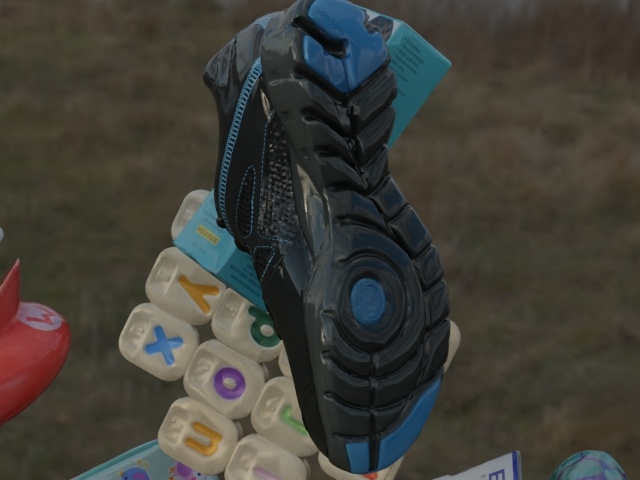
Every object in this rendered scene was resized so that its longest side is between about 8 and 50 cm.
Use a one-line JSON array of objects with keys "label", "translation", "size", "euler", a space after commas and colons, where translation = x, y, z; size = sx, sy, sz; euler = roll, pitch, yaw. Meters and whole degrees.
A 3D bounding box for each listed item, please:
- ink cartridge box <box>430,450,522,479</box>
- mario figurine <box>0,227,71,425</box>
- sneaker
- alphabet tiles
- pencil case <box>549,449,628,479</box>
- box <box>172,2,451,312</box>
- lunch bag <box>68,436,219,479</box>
[{"label": "ink cartridge box", "translation": [0.057, 0.349, 1.532], "size": [0.307, 0.304, 0.072], "euler": [-23, -37, 34]}, {"label": "mario figurine", "translation": [-0.318, 0.024, 1.293], "size": [0.320, 0.198, 0.170], "euler": [14, -19, 1]}, {"label": "sneaker", "translation": [0.000, 0.000, 1.436], "size": [0.125, 0.341, 0.139], "euler": [-2, -7, -42]}, {"label": "alphabet tiles", "translation": [-0.029, 0.088, 1.733], "size": [0.278, 0.284, 0.021], "euler": [27, 8, 13]}, {"label": "pencil case", "translation": [0.196, 0.211, 1.464], "size": [0.064, 0.070, 0.152], "euler": [29, 17, 3]}, {"label": "box", "translation": [-0.008, -0.068, 1.563], "size": [0.060, 0.244, 0.100], "euler": [38, -3, -28]}, {"label": "lunch bag", "translation": [-0.221, 0.291, 1.967], "size": [0.224, 0.108, 0.279], "euler": [-26, -10, -24]}]
